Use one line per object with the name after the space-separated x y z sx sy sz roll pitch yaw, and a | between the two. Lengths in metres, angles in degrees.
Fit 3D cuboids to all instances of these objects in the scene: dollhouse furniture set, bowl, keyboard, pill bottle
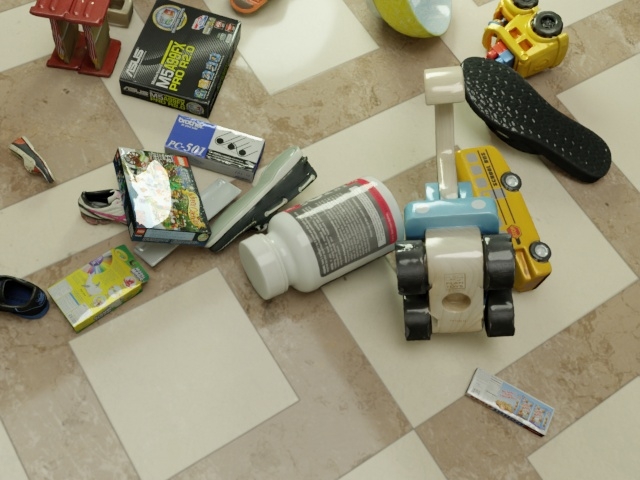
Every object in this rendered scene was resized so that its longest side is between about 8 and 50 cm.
-0.527 -0.590 1.724 0.152 0.201 0.374 11 63 -4 | dollhouse furniture set
0.202 -0.643 1.878 0.156 0.289 0.289 -7 56 34 | bowl
-0.283 -0.043 1.582 0.072 0.014 0.256 35 66 28 | keyboard
0.000 0.000 1.534 0.318 0.176 0.176 -25 70 -20 | pill bottle

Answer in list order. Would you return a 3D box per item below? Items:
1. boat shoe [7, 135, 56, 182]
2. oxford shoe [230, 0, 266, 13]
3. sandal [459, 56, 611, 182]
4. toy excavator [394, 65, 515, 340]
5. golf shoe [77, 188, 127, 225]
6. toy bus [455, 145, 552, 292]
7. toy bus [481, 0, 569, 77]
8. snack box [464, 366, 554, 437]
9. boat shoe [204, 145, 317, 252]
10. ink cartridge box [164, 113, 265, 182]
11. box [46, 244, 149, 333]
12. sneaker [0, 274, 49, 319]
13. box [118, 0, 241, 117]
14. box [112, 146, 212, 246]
-0.619 -0.168 1.587 0.043 0.049 0.137 -37 72 -20 | boat shoe
-0.124 -0.732 1.916 0.130 0.133 0.363 30 81 -5 | oxford shoe
0.503 -0.277 1.809 0.446 0.107 0.167 35 62 -6 | sandal
0.260 -0.075 1.518 0.222 0.433 0.445 -5 43 8 | toy excavator
-0.413 -0.071 1.553 0.186 0.086 0.067 -1 63 -11 | golf shoe
0.397 -0.048 1.661 0.130 0.108 0.332 -10 66 -14 | toy bus
0.491 -0.517 1.904 0.211 0.149 0.220 -30 69 -5 | toy bus
0.390 0.332 1.522 0.178 0.022 0.064 29 62 5 | snack box
-0.124 -0.072 1.589 0.302 0.114 0.091 -45 112 -12 | boat shoe
-0.238 -0.208 1.671 0.207 0.046 0.097 17 61 -1 | ink cartridge box
-0.444 0.093 1.491 0.179 0.043 0.105 -35 74 -20 | box
-0.647 0.097 1.427 0.232 0.090 0.081 7 63 -6 | sneaker
-0.329 -0.438 1.761 0.216 0.060 0.270 17 62 -1 | box
-0.332 -0.092 1.538 0.159 0.044 0.233 4 46 -33 | box
